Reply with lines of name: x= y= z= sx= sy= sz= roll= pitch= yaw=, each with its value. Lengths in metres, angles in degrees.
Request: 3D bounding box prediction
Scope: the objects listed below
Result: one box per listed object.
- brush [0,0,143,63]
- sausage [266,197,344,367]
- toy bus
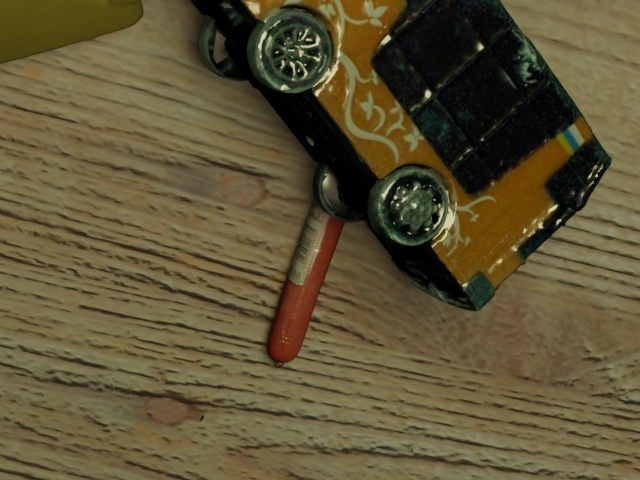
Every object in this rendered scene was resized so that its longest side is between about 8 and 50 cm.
brush: x=-0.245 y=-0.204 z=1.326 sx=0.197 sy=0.059 sz=0.123 roll=-13 pitch=135 yaw=4
sausage: x=0.000 y=0.000 z=1.457 sx=0.034 sy=0.034 sz=0.253 roll=17 pitch=112 yaw=-10
toy bus: x=0.058 y=-0.121 z=1.323 sx=0.194 sy=0.162 sz=0.323 roll=-43 pitch=110 yaw=-10
